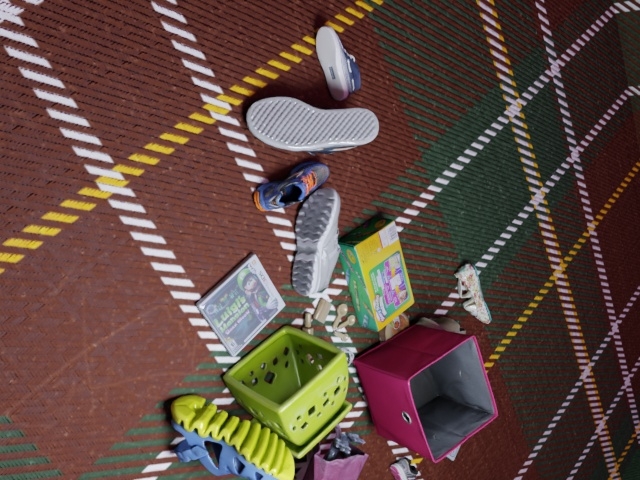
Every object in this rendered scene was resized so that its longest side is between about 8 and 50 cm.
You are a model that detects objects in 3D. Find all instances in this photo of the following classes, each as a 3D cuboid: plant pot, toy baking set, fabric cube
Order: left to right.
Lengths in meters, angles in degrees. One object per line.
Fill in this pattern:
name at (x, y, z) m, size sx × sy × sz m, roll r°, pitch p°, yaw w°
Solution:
plant pot at (-0.066, 0.377, 1.514) m, size 0.228 × 0.227 × 0.207 m, roll -35°, pitch 125°, yaw -32°
toy baking set at (0.025, 0.284, 1.698) m, size 0.196 × 0.030 × 0.256 m, roll 0°, pitch 97°, yaw -41°
fabric cube at (0.289, 0.412, 1.731) m, size 0.259 × 0.258 × 0.254 m, roll -25°, pitch 104°, yaw -28°

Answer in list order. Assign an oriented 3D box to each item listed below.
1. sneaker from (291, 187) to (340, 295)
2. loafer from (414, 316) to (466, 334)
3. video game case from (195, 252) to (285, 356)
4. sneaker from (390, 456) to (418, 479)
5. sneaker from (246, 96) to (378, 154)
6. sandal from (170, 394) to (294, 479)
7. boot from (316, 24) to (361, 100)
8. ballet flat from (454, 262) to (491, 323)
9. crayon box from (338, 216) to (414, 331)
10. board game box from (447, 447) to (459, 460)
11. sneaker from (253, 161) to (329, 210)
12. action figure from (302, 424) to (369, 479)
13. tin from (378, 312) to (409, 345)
sneaker at (0.000, 0.000, 1.597) m, size 0.115 × 0.105 × 0.282 m, roll -2°, pitch 110°, yaw -52°
loafer at (0.384, 0.285, 1.971) m, size 0.268 × 0.101 × 0.092 m, roll 33°, pitch 74°, yaw -49°
video game case at (-0.188, 0.156, 1.497) m, size 0.190 × 0.022 × 0.173 m, roll -44°, pitch 123°, yaw -27°
sneaker at (0.284, 0.761, 1.982) m, size 0.074 × 0.063 × 0.171 m, roll -35°, pitch 114°, yaw -24°
sneaker at (-0.029, -0.271, 1.508) m, size 0.320 × 0.127 × 0.126 m, roll 3°, pitch 89°, yaw -17°
sandal at (-0.207, 0.475, 1.400) m, size 0.138 × 0.317 × 0.126 m, roll -69°, pitch 167°, yaw 16°
boot at (0.049, -0.460, 1.577) m, size 0.086 × 0.069 × 0.190 m, roll -40°, pitch 129°, yaw -37°
ballet flat at (0.505, 0.186, 2.080) m, size 0.077 × 0.091 × 0.241 m, roll -24°, pitch 111°, yaw -3°
crayon box at (0.158, 0.095, 1.748) m, size 0.165 × 0.081 × 0.279 m, roll -32°, pitch 117°, yaw -33°
board game box at (0.380, 0.537, 2.018) m, size 0.336 × 0.079 × 0.254 m, roll 41°, pitch 70°, yaw -38°
sneaker at (-0.055, -0.128, 1.521) m, size 0.221 × 0.087 × 0.083 m, roll -35°, pitch 119°, yaw -31°
action figure at (-0.022, 0.676, 1.604) m, size 0.248 × 0.275 × 0.370 m, roll 22°, pitch 91°, yaw -35°
tin at (0.224, 0.305, 1.872) m, size 0.106 × 0.040 × 0.190 m, roll -18°, pitch 109°, yaw -42°
